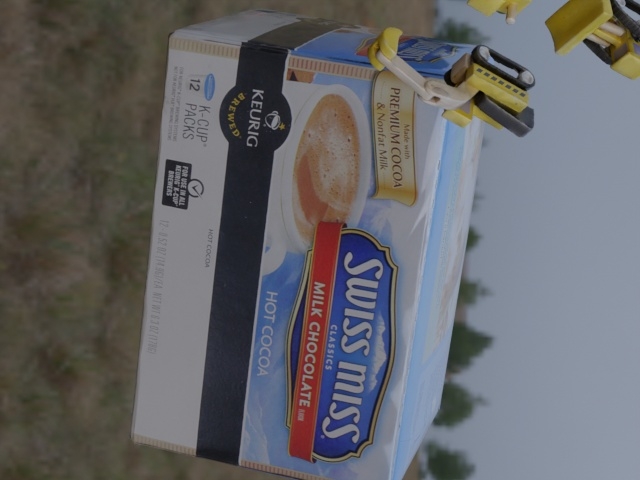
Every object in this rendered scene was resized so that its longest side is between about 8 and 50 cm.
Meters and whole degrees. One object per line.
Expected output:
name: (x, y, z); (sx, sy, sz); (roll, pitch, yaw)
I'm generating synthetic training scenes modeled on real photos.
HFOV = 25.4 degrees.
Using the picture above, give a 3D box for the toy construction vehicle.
toy construction vehicle: (0.081, -0.078, 0.587); (0.086, 0.098, 0.035); (-38, -144, 44)

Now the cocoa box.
cocoa box: (0.000, 0.000, 1.185); (0.231, 0.228, 0.347); (-40, 139, -70)
